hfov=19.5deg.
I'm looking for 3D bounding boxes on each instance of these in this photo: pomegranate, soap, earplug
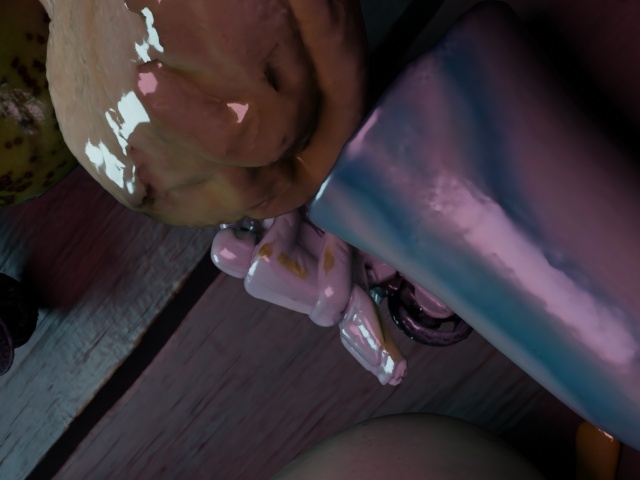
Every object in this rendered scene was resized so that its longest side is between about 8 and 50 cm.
[{"bbox_3d":[-0.240,-0.159,1.377,0.222,0.276,0.204,37,166,-4],"label":"pomegranate"},{"bbox_3d":[0.188,0.164,1.275,0.034,0.012,0.089,15,115,31],"label":"soap"},{"bbox_3d":[0.169,0.024,1.144,0.324,0.185,0.185,43,126,10],"label":"earplug"}]

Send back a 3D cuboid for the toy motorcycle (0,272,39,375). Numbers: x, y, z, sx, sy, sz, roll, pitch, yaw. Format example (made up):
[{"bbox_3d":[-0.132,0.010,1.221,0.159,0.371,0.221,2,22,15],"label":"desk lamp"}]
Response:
[{"bbox_3d":[-0.393,-0.007,1.498,0.358,0.213,0.125,43,125,16],"label":"toy motorcycle"}]

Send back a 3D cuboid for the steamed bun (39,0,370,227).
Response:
[{"bbox_3d":[-0.069,-0.210,1.167,0.325,0.230,0.372,-52,53,57],"label":"steamed bun"}]

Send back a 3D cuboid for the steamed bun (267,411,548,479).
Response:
[{"bbox_3d":[0.024,0.254,1.227,0.206,0.324,0.324,40,129,-13],"label":"steamed bun"}]

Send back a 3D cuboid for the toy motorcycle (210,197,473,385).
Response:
[{"bbox_3d":[0.000,0.000,1.259,0.228,0.151,0.074,52,144,19],"label":"toy motorcycle"}]
